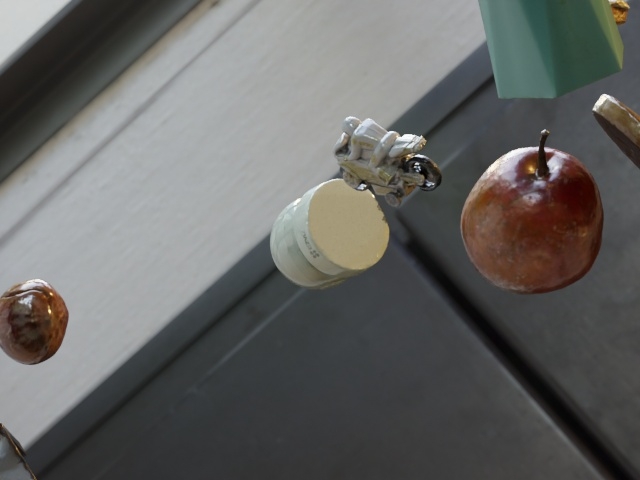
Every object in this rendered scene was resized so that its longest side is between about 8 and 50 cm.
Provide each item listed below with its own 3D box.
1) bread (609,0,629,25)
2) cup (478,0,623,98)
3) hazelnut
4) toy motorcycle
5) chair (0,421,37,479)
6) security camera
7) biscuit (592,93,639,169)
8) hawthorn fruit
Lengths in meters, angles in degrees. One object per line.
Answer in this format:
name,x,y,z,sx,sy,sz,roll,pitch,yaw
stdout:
bread,0.565,-0.461,2.500,0.132,0.074,0.053,-7,-90,51
cup,0.214,-0.276,1.247,0.235,0.148,0.134,67,-9,-21
hazelnut,-0.518,0.148,2.196,0.143,0.143,0.154,42,47,-66
toy motorcycle,0.092,-0.135,1.934,0.229,0.074,0.151,4,-48,52
chair,-0.493,0.372,1.709,0.240,0.203,0.416,57,-12,20
security camera,0.000,0.000,2.353,0.194,0.194,0.236,48,-33,-6
biscuit,0.521,-0.120,1.849,0.257,0.049,0.273,49,11,30
hawthorn fruit,0.356,-0.042,1.961,0.231,0.263,0.235,38,20,-7
